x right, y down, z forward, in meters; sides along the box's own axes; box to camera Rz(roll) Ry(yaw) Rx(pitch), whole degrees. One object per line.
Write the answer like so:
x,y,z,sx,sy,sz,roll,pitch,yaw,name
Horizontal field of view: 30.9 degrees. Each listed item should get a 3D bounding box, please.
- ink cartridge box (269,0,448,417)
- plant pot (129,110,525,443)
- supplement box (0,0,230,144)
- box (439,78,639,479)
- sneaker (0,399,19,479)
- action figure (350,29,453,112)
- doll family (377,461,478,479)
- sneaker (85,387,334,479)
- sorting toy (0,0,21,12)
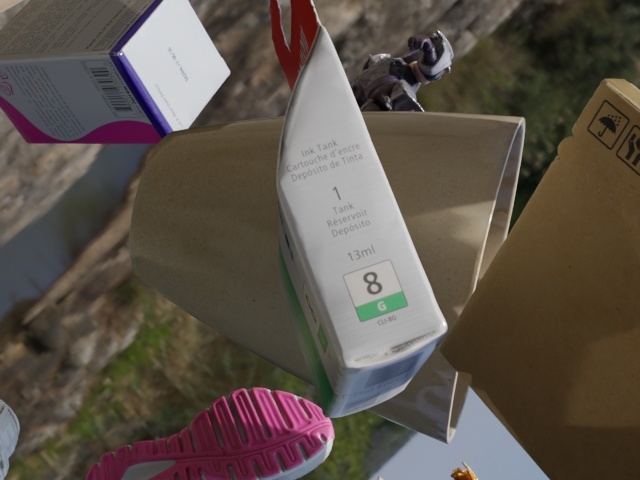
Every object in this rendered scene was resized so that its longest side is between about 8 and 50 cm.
-0.009,-0.032,0.578,0.056,0.224,0.181,-21,166,-7,ink cartridge box
0.000,0.000,0.918,0.256,0.274,0.256,14,90,-78,plant pot
-0.217,-0.168,1.132,0.220,0.111,0.114,3,-132,36,supplement box
0.148,0.055,0.487,0.021,0.201,0.164,-4,132,-41,box
-0.309,0.182,1.013,0.123,0.105,0.290,-21,-157,-31,sneaker
0.075,-0.160,1.318,0.185,0.099,0.285,-38,-156,17,action figure
0.144,0.327,1.333,0.263,0.163,0.118,-68,165,-83,doll family
-0.102,0.231,1.154,0.252,0.103,0.111,-20,142,7,sneaker
-0.427,-0.336,1.254,0.257,0.089,0.255,-35,160,-18,sorting toy
